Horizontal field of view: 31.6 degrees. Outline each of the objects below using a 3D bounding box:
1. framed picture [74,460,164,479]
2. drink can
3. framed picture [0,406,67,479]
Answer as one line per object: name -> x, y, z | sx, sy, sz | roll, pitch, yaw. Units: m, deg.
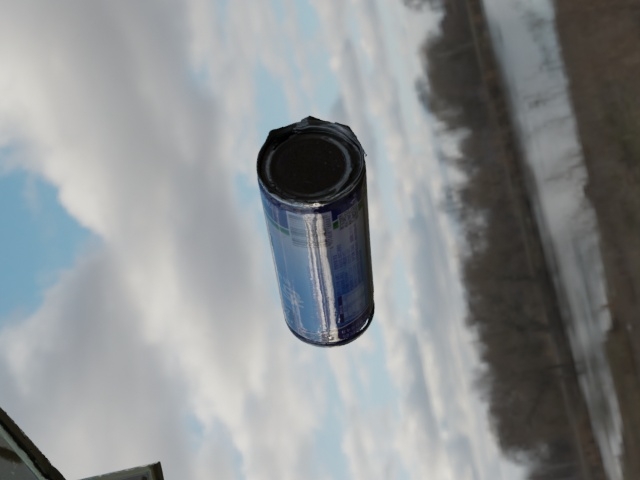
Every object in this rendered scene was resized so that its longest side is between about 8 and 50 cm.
framed picture -> -0.096, 0.184, 0.358 | 0.010, 0.136, 0.201 | 38, -141, -82
drink can -> 0.000, 0.000, 1.027 | 0.235, 0.097, 0.097 | 81, -176, -55
framed picture -> -0.418, 0.173, 1.033 | 0.022, 0.247, 0.335 | -97, -19, -54
